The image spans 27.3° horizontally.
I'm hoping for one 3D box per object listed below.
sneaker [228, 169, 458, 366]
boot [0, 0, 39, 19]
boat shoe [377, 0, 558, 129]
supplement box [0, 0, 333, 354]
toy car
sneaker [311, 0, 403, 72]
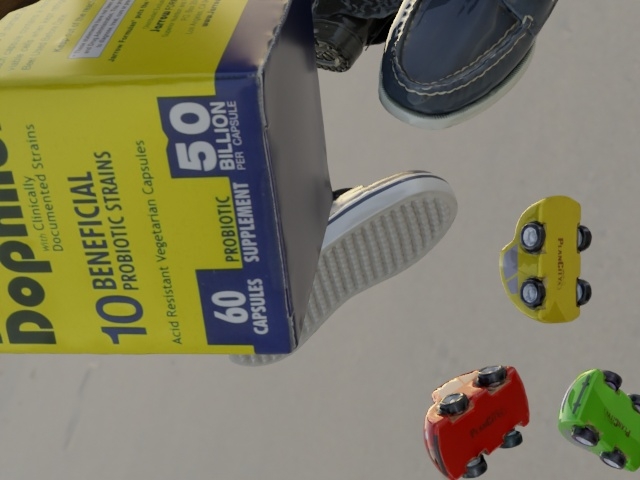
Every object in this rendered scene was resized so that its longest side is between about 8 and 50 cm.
[{"bbox_3d":[0.000,0.000,1.388,0.321,0.126,0.127,-38,51,29],"label":"sneaker"},{"bbox_3d":[-0.187,-0.110,0.558,0.305,0.112,0.115,-45,10,-20],"label":"boot"},{"bbox_3d":[0.119,-0.174,0.806,0.254,0.095,0.079,-48,-17,-23],"label":"boat shoe"},{"bbox_3d":[-0.185,-0.057,0.859,0.195,0.356,0.194,-76,-18,-56],"label":"supplement box"},{"bbox_3d":[0.181,0.111,1.027,0.053,0.225,0.239,2,58,51],"label":"toy car"},{"bbox_3d":[0.000,-0.179,1.005,0.170,0.051,0.089,21,67,33],"label":"sneaker"}]
